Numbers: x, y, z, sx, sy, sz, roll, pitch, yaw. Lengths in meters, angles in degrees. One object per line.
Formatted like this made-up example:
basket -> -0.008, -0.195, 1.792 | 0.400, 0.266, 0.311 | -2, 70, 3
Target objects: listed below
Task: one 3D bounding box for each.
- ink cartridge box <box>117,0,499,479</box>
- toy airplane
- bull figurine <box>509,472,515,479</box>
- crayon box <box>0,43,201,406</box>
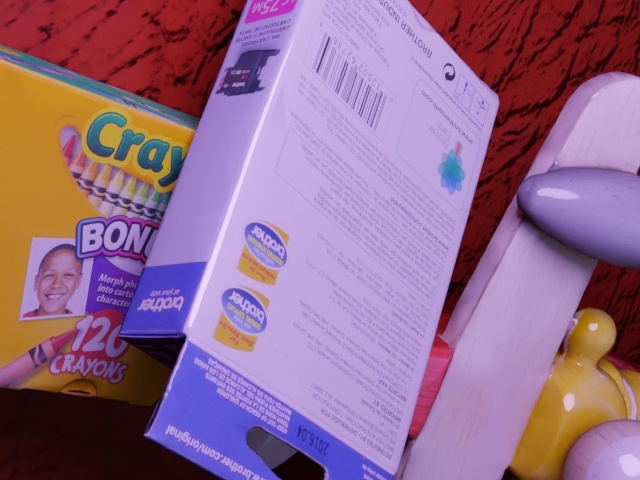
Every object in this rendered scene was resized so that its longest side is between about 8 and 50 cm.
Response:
ink cartridge box -> 0.000, 0.000, 0.699 | 0.186, 0.065, 0.311 | 39, 57, -40
toy airplane -> 0.134, 0.120, 0.893 | 0.384, 0.272, 0.386 | -36, 135, -24
bull figurine -> 0.182, 0.319, 1.153 | 0.188, 0.101, 0.310 | 51, 49, -25
crayon box -> -0.127, -0.002, 0.705 | 0.278, 0.081, 0.165 | 16, 100, -48
